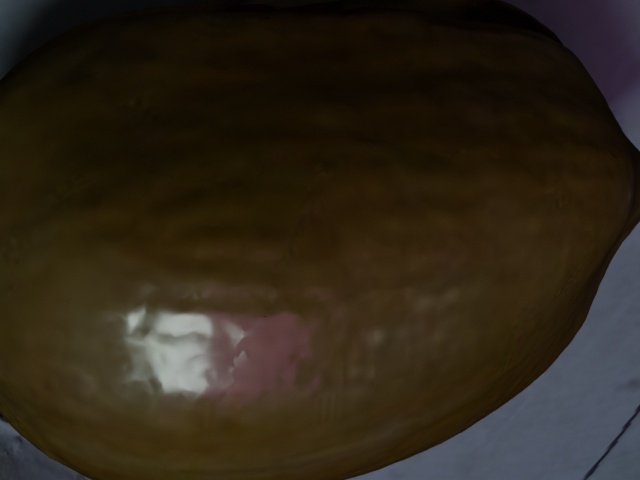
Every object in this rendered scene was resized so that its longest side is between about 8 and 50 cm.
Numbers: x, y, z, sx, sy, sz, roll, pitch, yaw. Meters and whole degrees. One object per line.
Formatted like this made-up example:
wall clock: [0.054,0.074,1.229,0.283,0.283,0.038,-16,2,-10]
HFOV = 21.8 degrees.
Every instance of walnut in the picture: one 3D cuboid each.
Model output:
walnut: [0.000,0.000,0.649,0.298,0.203,0.203,-4,130,-19]

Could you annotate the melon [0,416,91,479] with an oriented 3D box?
melon: [-0.147,0.163,0.809,0.140,0.093,0.202,-1,136,-28]
